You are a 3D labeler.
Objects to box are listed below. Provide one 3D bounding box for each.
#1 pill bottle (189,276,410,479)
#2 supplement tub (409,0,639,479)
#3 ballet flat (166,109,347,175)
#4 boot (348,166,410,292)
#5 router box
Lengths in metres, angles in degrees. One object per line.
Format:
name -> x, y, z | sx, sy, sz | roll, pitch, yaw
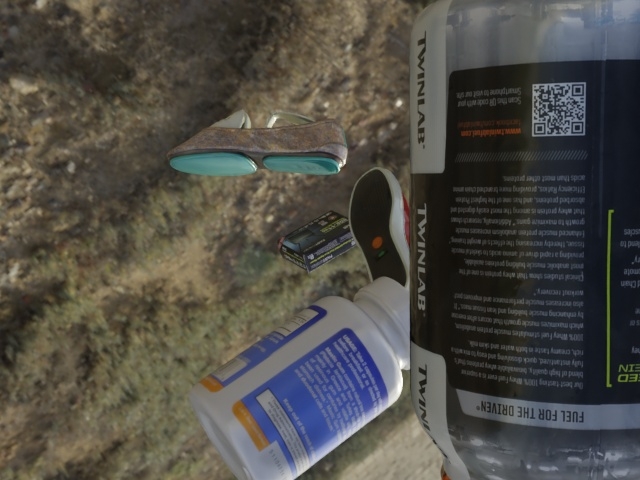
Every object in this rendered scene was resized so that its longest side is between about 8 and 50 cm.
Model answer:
pill bottle -> -0.002, 0.160, 1.022 | 0.272, 0.152, 0.152 | -33, 148, -20
supplement tub -> 0.161, 0.014, 0.577 | 0.207, 0.207, 0.338 | -5, 96, -47
ballet flat -> -0.106, -0.169, 1.506 | 0.107, 0.315, 0.106 | 66, 28, -69
boot -> 0.136, 0.014, 1.322 | 0.088, 0.244, 0.176 | -33, 141, 29
router box -> 0.000, 0.000, 1.500 | 0.122, 0.092, 0.038 | -31, 120, -22
